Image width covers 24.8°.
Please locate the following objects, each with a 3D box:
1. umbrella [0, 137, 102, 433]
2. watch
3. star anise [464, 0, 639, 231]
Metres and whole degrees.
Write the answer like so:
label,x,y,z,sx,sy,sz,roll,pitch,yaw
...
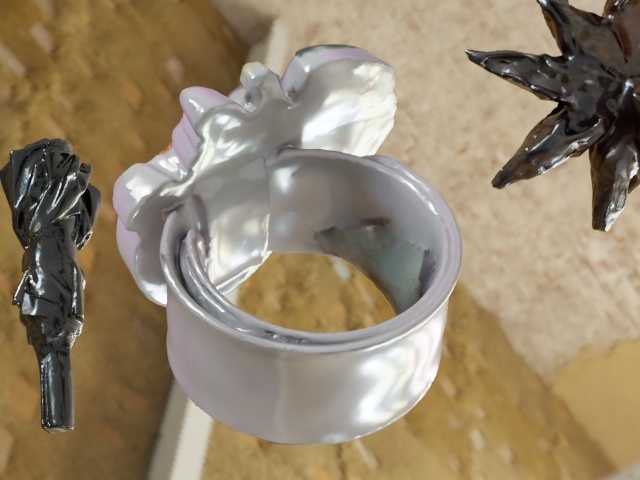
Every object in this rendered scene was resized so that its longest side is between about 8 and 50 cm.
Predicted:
label,x,y,z,sx,sy,sz,roll,pitch,yaw
umbrella,-0.298,0.047,1.629,0.118,0.118,0.340,25,-127,-53
watch,0.000,0.000,1.000,0.231,0.244,0.196,43,147,34
star anise,0.261,-0.130,1.260,0.272,0.272,0.102,52,175,-13
